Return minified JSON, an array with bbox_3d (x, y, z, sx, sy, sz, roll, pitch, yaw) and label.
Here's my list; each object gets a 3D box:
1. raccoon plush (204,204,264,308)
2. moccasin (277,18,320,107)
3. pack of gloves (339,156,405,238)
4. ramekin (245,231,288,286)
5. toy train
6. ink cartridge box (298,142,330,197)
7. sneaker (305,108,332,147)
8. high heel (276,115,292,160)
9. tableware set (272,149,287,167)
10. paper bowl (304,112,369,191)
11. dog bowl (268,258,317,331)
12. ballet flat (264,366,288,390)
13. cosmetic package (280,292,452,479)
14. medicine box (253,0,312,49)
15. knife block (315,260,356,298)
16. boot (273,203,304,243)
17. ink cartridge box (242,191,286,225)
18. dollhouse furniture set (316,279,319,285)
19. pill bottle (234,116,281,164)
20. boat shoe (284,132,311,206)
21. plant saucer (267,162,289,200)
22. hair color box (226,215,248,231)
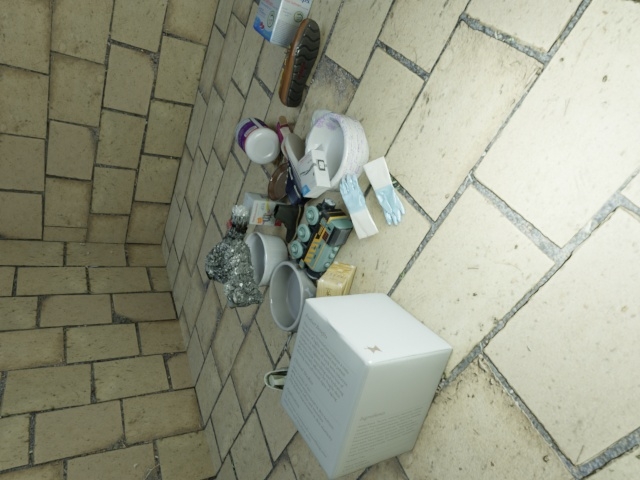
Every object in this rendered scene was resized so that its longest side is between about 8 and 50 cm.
[{"bbox_3d":[-0.370,0.090,1.853,0.299,0.216,0.446,30,121,44],"label":"raccoon plush"},{"bbox_3d":[-0.106,-0.805,1.860,0.147,0.139,0.380,50,137,35],"label":"moccasin"},{"bbox_3d":[0.179,-0.143,1.398,0.195,0.046,0.232,-20,93,32],"label":"pack of gloves"},{"bbox_3d":[-0.272,0.097,2.027,0.277,0.135,0.277,-5,84,56],"label":"ramekin"},{"bbox_3d":[0.000,0.000,1.637,0.190,0.142,0.334,49,128,34],"label":"toy train"},{"bbox_3d":[-0.028,-0.258,1.493,0.104,0.060,0.180,-32,63,52],"label":"ink cartridge box"},{"bbox_3d":[0.000,-0.447,1.722,0.094,0.080,0.212,17,100,44],"label":"sneaker"},{"bbox_3d":[-0.165,-0.473,1.984,0.117,0.082,0.244,114,138,-76],"label":"high heel"},{"bbox_3d":[-0.198,-0.406,2.056,0.168,0.020,0.141,-57,45,37],"label":"tableware set"},{"bbox_3d":[0.071,-0.323,1.534,0.284,0.148,0.284,-6,82,55],"label":"paper bowl"},{"bbox_3d":[-0.119,0.245,1.819,0.349,0.102,0.348,-5,84,57],"label":"dog bowl"},{"bbox_3d":[-0.124,0.613,1.773,0.400,0.139,0.139,-23,69,53],"label":"ballet flat"},{"bbox_3d":[0.121,0.414,1.246,0.329,0.327,0.393,38,119,50],"label":"cosmetic package"},{"bbox_3d":[-0.181,-1.113,1.967,0.263,0.149,0.289,56,132,42],"label":"medicine box"},{"bbox_3d":[0.041,0.231,1.465,0.088,0.276,0.242,13,113,16],"label":"knife block"},{"bbox_3d":[-0.168,-0.081,1.881,0.077,0.137,0.198,37,118,51],"label":"boot"},{"bbox_3d":[-0.286,-0.155,2.027,0.127,0.176,0.128,40,121,50],"label":"ink cartridge box"},{"bbox_3d":[0.015,0.246,1.597,0.151,0.123,0.144,-41,55,47],"label":"dollhouse furniture set"},{"bbox_3d":[-0.334,-0.525,2.113,0.323,0.181,0.181,51,128,52],"label":"pill bottle"},{"bbox_3d":[-0.115,-0.309,1.824,0.158,0.127,0.340,-42,54,37],"label":"boat shoe"},{"bbox_3d":[-0.182,-0.278,1.975,0.199,0.036,0.198,-24,56,41],"label":"plant saucer"},{"bbox_3d":[-0.476,-0.110,2.383,0.167,0.093,0.053,-43,53,46],"label":"hair color box"}]
